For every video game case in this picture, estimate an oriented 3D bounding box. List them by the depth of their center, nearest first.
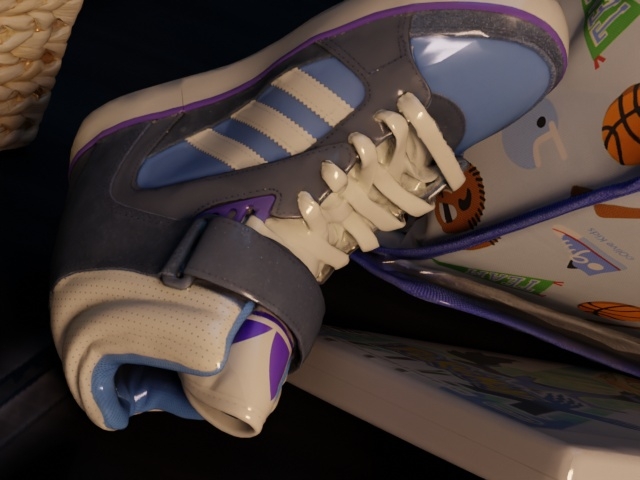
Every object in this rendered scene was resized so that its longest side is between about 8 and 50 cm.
[{"bbox_3d":[0.159,0.108,0.835,0.299,0.036,0.329,11,2,-29],"label":"video game case"}]

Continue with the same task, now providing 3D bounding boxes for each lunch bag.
[{"bbox_3d":[0.211,-0.036,1.003,0.327,0.239,0.385,19,-23,-33],"label":"lunch bag"}]

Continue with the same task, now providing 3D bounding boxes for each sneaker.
[{"bbox_3d":[-0.001,0.000,0.792,0.130,0.322,0.236,58,21,-50],"label":"sneaker"}]

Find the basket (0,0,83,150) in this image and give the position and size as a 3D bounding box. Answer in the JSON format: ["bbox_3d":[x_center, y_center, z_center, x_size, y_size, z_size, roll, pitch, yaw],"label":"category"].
[{"bbox_3d":[-0.367,-0.231,0.992,0.328,0.267,0.331,31,24,22],"label":"basket"}]
